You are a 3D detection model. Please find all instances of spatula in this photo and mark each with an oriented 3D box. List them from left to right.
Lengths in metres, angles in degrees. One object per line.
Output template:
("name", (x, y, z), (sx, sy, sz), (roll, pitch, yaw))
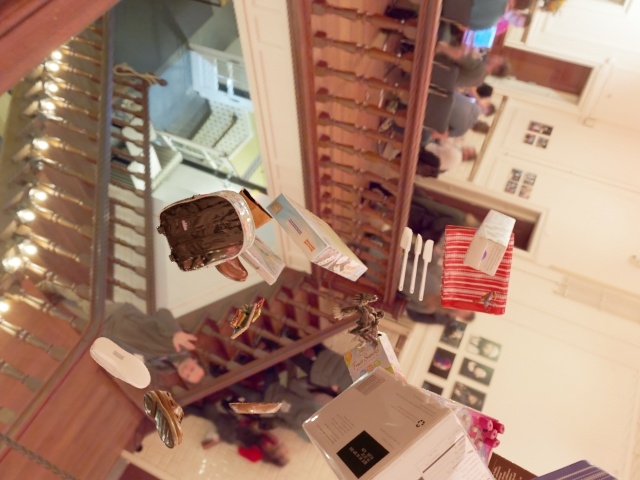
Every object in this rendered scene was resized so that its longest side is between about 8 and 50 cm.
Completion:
("spatula", (0.345, 0.087, 1.993), (0.168, 0.019, 0.242), (27, 68, -38))

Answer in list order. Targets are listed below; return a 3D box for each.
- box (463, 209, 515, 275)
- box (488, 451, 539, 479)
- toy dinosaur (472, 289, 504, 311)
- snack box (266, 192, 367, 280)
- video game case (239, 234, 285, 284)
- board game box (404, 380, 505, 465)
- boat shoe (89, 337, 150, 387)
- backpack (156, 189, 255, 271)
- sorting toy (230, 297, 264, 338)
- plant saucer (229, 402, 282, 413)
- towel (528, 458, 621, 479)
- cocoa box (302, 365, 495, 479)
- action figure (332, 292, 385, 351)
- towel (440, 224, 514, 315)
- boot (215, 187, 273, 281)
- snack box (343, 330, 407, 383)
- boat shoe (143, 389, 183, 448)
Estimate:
("box", (0.357, -0.003, 1.129), (0.324, 0.063, 0.067), (-28, 141, -65))
("box", (0.584, 0.800, 1.686), (0.191, 0.382, 0.143), (-59, 170, -19))
("toy dinosaur", (0.478, 0.168, 1.548), (0.082, 0.090, 0.047), (72, 28, -47))
("snack box", (0.000, 0.000, 1.397), (0.060, 0.187, 0.322), (-44, 156, 7))
("video game case", (-0.270, 0.029, 2.137), (0.036, 0.300, 0.329), (-44, -176, 7))
("board game box", (0.270, 0.604, 1.424), (0.389, 0.390, 0.050), (-68, -166, -10))
("boat shoe", (-0.548, 0.341, 1.469), (0.063, 0.184, 0.066), (-44, -166, 35))
("backpack", (-0.324, -0.037, 1.631), (0.225, 0.254, 0.191), (71, 21, -7))
("sorting toy", (-0.337, 0.336, 2.330), (0.274, 0.046, 0.132), (-39, -158, 42))
("plant saucer", (-0.240, 0.620, 2.005), (0.198, 0.199, 0.036), (56, 32, -70))
("towel", (0.655, 0.645, 1.289), (0.336, 0.243, 0.040), (-161, -122, -74))
("cocoa box", (0.151, 0.446, 1.096), (0.231, 0.228, 0.347), (-34, -170, -14))
("action figure", (0.131, 0.270, 1.769), (0.164, 0.141, 0.275), (66, 16, -6))
("towel", (0.460, 0.093, 1.610), (0.031, 0.199, 0.274), (-47, 139, -56))
("boot", (-0.273, -0.013, 1.908), (0.280, 0.264, 0.096), (-36, -173, 20))
("snack box", (0.192, 0.459, 1.949), (0.174, 0.207, 0.070), (-43, 135, 22))
("boat shoe", (-0.573, 0.666, 2.063), (0.105, 0.307, 0.110), (5, 112, -38))
